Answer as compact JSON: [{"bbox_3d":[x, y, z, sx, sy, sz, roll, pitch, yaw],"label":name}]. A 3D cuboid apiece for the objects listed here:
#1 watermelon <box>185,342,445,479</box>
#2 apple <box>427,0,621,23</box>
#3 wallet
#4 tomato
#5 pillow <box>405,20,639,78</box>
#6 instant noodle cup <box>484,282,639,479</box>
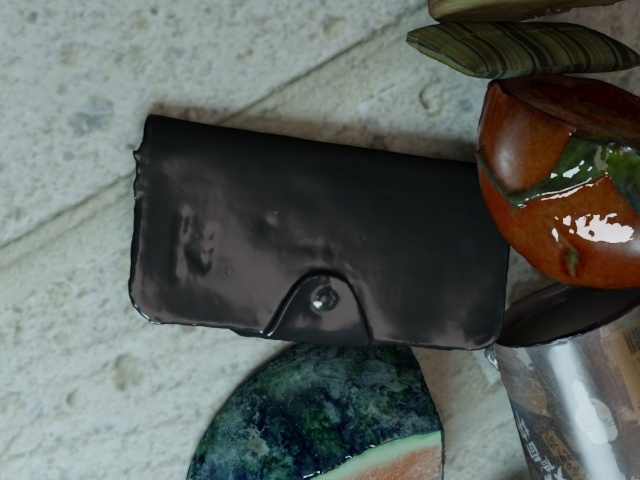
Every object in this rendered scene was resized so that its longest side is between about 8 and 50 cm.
[{"bbox_3d":[0.009,0.240,1.383,0.226,0.148,0.318,39,92,-29],"label":"watermelon"},{"bbox_3d":[0.228,-0.307,1.276,0.293,0.251,0.163,-9,85,-13],"label":"apple"},{"bbox_3d":[0.000,0.000,1.343,0.377,0.051,0.197,8,83,-17],"label":"wallet"},{"bbox_3d":[0.272,-0.037,1.344,0.309,0.309,0.170,19,110,-21],"label":"tomato"},{"bbox_3d":[0.192,-0.179,1.323,0.203,0.113,0.038,-8,118,-30],"label":"pillow"},{"bbox_3d":[0.280,0.155,1.411,0.217,0.217,0.207,-24,103,-11],"label":"instant noodle cup"}]
